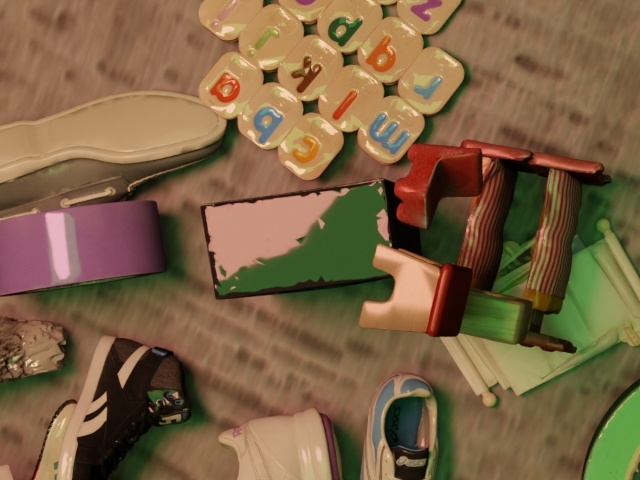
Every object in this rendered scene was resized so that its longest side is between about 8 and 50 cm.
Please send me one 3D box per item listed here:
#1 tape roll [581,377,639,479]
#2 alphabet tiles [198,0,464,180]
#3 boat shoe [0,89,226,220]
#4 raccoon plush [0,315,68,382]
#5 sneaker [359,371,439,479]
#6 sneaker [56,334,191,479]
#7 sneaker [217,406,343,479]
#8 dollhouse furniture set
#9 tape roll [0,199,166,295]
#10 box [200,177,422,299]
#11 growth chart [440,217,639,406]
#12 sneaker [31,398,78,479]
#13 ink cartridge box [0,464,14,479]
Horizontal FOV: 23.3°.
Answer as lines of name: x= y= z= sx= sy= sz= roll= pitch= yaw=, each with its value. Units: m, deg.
tape roll: x=0.435 y=0.275 z=1.629 sx=0.321 sy=0.077 sz=0.321 roll=0 pitch=90 yaw=10
alphabet tiles: x=0.011 y=-0.216 z=1.719 sx=0.284 sy=0.021 sz=0.278 roll=38 pitch=86 yaw=7
boat shoe: x=-0.257 y=-0.087 z=1.752 sx=0.319 sy=0.116 sz=0.099 roll=-11 pitch=133 yaw=1
raccoon plush: x=-0.536 y=0.046 z=1.754 sx=0.446 sy=0.216 sz=0.299 roll=-11 pitch=87 yaw=-20
sneaker: x=0.085 y=0.262 z=1.677 sx=0.085 sy=0.086 sz=0.237 roll=2 pitch=90 yaw=-9
sneaker: x=-0.206 y=0.203 z=1.691 sx=0.121 sy=0.079 sz=0.217 roll=8 pitch=57 yaw=6
sneaker: x=-0.044 y=0.334 z=1.650 sx=0.152 sy=0.114 sz=0.305 roll=-6 pitch=70 yaw=0
dollhouse furniture set: x=0.173 y=0.002 z=1.508 sx=0.152 sy=0.374 sz=0.201 roll=12 pitch=90 yaw=16
tape roll: x=-0.265 y=0.009 z=1.689 sx=0.189 sy=0.189 sz=0.080 roll=-9 pitch=87 yaw=9
box: x=0.000 y=0.000 z=1.609 sx=0.184 sy=0.261 sz=0.103 roll=-10 pitch=88 yaw=10
growth chart: x=0.239 y=0.074 z=1.690 sx=0.237 sy=0.021 sz=0.172 roll=-24 pitch=85 yaw=9
sneaker: x=-0.286 y=0.262 z=1.766 sx=0.075 sy=0.057 sz=0.161 roll=18 pitch=91 yaw=-8
ink cartridge box: x=-0.405 y=0.369 z=1.649 sx=0.119 sy=0.207 sz=0.353 roll=-50 pitch=58 yaw=42
